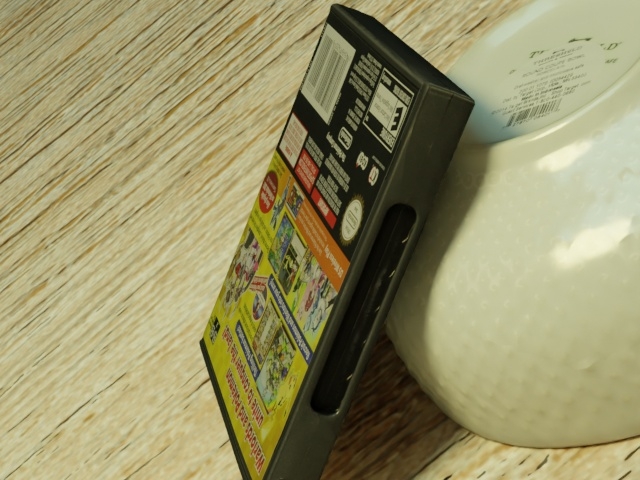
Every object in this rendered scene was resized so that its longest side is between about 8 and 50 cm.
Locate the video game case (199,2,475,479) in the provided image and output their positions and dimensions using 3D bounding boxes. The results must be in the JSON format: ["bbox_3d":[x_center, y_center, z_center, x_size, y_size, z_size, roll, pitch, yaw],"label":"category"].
[{"bbox_3d":[0.000,0.000,1.088,0.275,0.035,0.248,-122,52,-71],"label":"video game case"}]

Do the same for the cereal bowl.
[{"bbox_3d":[0.164,-0.052,1.030,0.339,0.141,0.339,-28,27,16],"label":"cereal bowl"}]
